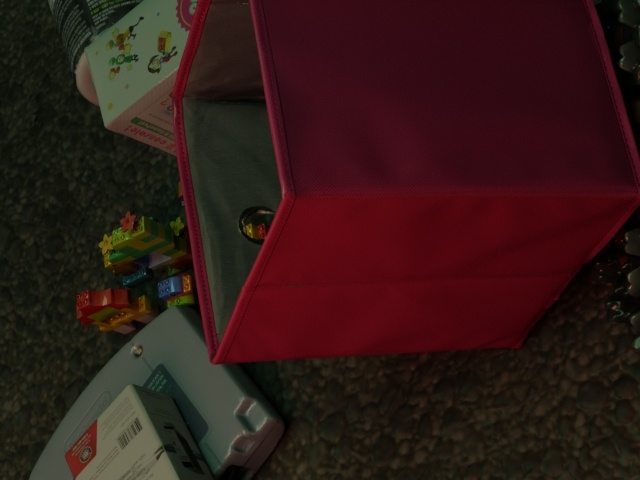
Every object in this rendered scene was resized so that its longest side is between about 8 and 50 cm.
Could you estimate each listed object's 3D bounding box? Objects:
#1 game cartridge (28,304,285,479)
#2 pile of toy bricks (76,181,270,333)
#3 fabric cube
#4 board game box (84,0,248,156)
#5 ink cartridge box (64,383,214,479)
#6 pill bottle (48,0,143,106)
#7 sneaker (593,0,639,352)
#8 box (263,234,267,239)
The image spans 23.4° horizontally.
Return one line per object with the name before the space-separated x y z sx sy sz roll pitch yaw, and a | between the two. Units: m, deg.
game cartridge | -0.171 0.214 1.421 0.294 0.060 0.196 -53 52 12
pile of toy bricks | -0.153 0.003 1.446 0.212 0.105 0.118 -25 59 31
fabric cube | 0.047 -0.076 1.144 0.259 0.258 0.254 117 147 -56
board game box | -0.015 -0.178 1.319 0.303 0.224 0.098 -35 56 24
ink cartridge box | -0.152 0.208 1.333 0.099 0.056 0.135 -47 50 17
pill bottle | -0.217 -0.262 1.582 0.130 0.130 0.246 -38 53 23
sneaker | 0.268 -0.056 1.114 0.097 0.135 0.276 -148 57 -77
box | 0.000 0.000 1.355 0.169 0.054 0.059 -47 50 17
